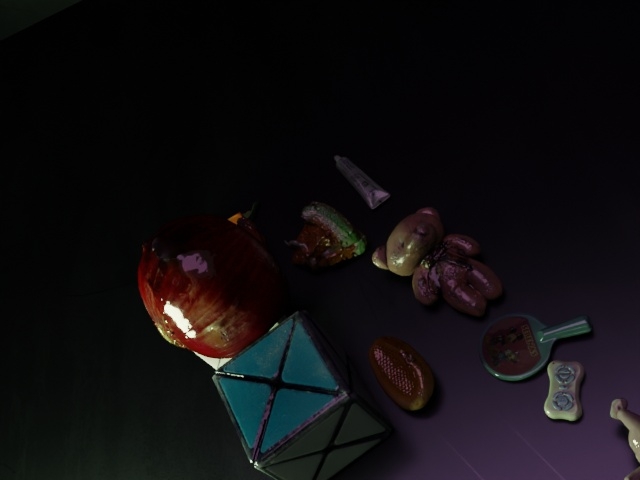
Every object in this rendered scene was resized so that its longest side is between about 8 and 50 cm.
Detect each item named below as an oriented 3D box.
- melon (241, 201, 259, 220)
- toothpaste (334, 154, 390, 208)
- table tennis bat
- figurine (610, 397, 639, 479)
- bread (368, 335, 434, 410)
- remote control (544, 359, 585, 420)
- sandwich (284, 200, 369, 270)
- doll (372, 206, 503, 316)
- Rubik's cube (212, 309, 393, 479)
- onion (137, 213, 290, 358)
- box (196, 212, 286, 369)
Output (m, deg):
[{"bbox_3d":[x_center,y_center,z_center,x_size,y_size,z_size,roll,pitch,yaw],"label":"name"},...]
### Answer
[{"bbox_3d":[-0.273,-0.023,2.097,0.261,0.053,0.114,-35,31,-2],"label":"melon"},{"bbox_3d":[0.101,-0.163,1.997,0.064,0.041,0.218,-36,54,-7],"label":"toothpaste"},{"bbox_3d":[0.454,0.211,1.583,0.244,0.040,0.153,-22,52,18],"label":"table tennis bat"},{"bbox_3d":[0.625,0.398,1.297,0.186,0.176,0.287,-38,31,32],"label":"figurine"},{"bbox_3d":[0.181,0.290,1.639,0.114,0.077,0.189,-51,50,15],"label":"bread"},{"bbox_3d":[0.492,0.301,1.505,0.074,0.032,0.122,-1,58,26],"label":"remote control"},{"bbox_3d":[0.007,0.002,1.889,0.184,0.109,0.160,27,72,36],"label":"sandwich"},{"bbox_3d":[0.273,0.043,1.707,0.201,0.156,0.303,-46,56,-9],"label":"doll"},{"bbox_3d":[-0.038,0.344,1.594,0.260,0.255,0.259,-37,51,0],"label":"Rubik's cube"},{"bbox_3d":[-0.251,0.091,1.656,0.341,0.341,0.341,-13,55,19],"label":"onion"},{"bbox_3d":[-0.236,0.122,1.911,0.224,0.143,0.341,-26,50,9],"label":"box"}]
